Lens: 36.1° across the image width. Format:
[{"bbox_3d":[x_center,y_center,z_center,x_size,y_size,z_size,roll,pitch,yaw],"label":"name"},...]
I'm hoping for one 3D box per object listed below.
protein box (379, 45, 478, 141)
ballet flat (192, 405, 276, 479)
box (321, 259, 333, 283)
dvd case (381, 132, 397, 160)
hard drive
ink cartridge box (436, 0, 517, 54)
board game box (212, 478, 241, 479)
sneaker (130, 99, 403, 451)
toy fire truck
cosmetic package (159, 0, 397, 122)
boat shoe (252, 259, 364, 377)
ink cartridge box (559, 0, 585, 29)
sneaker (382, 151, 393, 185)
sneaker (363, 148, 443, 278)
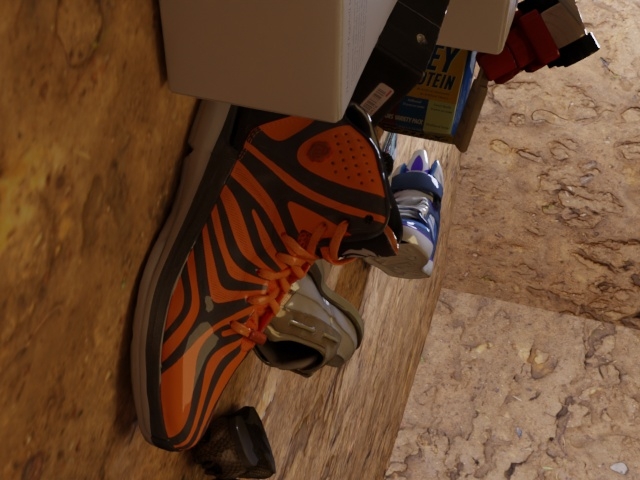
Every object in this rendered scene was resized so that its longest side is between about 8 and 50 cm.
[{"bbox_3d":[0.177,-0.274,1.624,0.201,0.136,0.199,-3,105,-78],"label":"protein box"},{"bbox_3d":[-0.091,0.225,1.057,0.250,0.058,0.084,68,0,-79],"label":"ballet flat"},{"bbox_3d":[0.000,0.000,1.332,0.201,0.021,0.164,-65,163,-46],"label":"box"},{"bbox_3d":[0.122,-0.148,1.797,0.087,0.013,0.119,89,18,-49],"label":"dvd case"},{"bbox_3d":[0.060,-0.233,1.027,0.237,0.064,0.338,-42,-159,52],"label":"hard drive"},{"bbox_3d":[0.187,-0.385,1.400,0.273,0.199,0.114,-65,162,-51],"label":"ink cartridge box"},{"bbox_3d":[-0.141,0.347,0.945,0.347,0.056,0.208,44,63,-77],"label":"board game box"},{"bbox_3d":[-0.034,0.022,0.784,0.124,0.180,0.321,42,60,-77],"label":"sneaker"},{"bbox_3d":[0.283,-0.264,1.500,0.158,0.246,0.217,61,8,-7],"label":"toy fire truck"},{"bbox_3d":[-0.017,-0.245,0.700,0.224,0.138,0.224,-68,164,-46],"label":"cosmetic package"},{"bbox_3d":[-0.031,0.094,1.085,0.302,0.113,0.103,56,47,-60],"label":"boat shoe"},{"bbox_3d":[0.230,-0.475,1.132,0.385,0.091,0.308,52,12,-47],"label":"ink cartridge box"},{"bbox_3d":[0.098,-0.079,1.658,0.058,0.052,0.135,83,22,-69],"label":"sneaker"},{"bbox_3d":[0.155,-0.068,1.808,0.323,0.130,0.236,45,48,-72],"label":"sneaker"}]
